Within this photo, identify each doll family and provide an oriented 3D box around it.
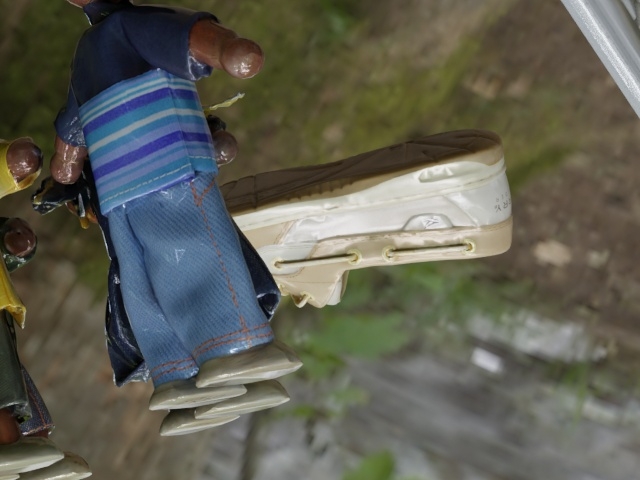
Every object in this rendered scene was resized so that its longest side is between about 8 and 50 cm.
[{"bbox_3d":[-0.063,-0.006,0.470,0.193,0.111,0.076,-22,166,40],"label":"doll family"}]

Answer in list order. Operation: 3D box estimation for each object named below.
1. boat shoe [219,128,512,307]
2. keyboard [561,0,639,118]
[{"bbox_3d":[0.000,0.000,0.844,0.170,0.063,0.059,-12,106,16],"label":"boat shoe"},{"bbox_3d":[0.077,-0.034,0.420,0.014,0.072,0.256,-26,132,18],"label":"keyboard"}]
